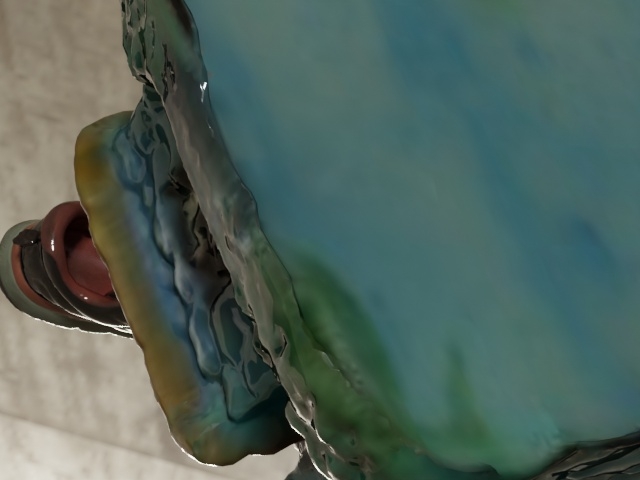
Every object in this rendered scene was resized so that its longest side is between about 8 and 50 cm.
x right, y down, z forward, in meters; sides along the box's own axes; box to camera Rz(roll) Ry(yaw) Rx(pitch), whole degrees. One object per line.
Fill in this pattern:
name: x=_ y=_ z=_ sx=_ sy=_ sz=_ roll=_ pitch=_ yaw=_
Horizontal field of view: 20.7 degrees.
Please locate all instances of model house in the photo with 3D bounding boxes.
model house: x=0.000 y=0.000 z=0.611 sx=0.241 sy=0.226 sz=0.261 roll=-45 pitch=58 yaw=47

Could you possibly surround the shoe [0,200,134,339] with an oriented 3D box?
shoe: x=-0.127 y=0.036 z=1.481 sx=0.137 sy=0.291 sz=0.114 roll=130 pitch=156 yaw=-64
